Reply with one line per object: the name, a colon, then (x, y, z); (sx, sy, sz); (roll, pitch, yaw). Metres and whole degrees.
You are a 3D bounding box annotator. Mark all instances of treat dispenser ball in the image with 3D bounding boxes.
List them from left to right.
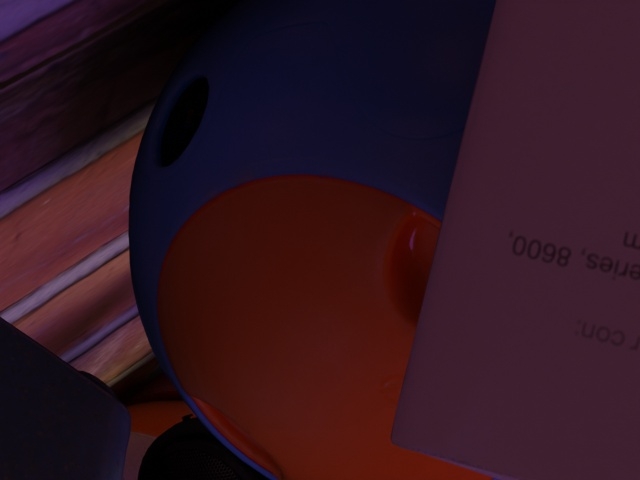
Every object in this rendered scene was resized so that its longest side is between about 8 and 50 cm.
treat dispenser ball: (0.048, -0.005, 0.901); (0.288, 0.288, 0.288); (-37, 172, -7)

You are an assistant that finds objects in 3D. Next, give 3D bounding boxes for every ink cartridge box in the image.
ink cartridge box: (0.179, -0.101, 0.618); (0.285, 0.166, 0.394); (8, 96, -70)

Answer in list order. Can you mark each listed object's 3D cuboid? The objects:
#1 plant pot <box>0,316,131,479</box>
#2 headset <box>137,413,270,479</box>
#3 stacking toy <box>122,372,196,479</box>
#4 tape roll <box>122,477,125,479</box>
plant pot: (-0.217, 0.145, 0.814); (0.252, 0.248, 0.247); (-55, 177, -19)
headset: (-0.032, 0.128, 1.326); (0.243, 0.185, 0.394); (-35, 170, -30)
stacking toy: (-0.059, 0.198, 1.768); (0.350, 0.351, 0.480); (-46, -174, 44)
tape roll: (-0.180, 0.246, 1.325); (0.090, 0.275, 0.275); (-35, 171, -21)
